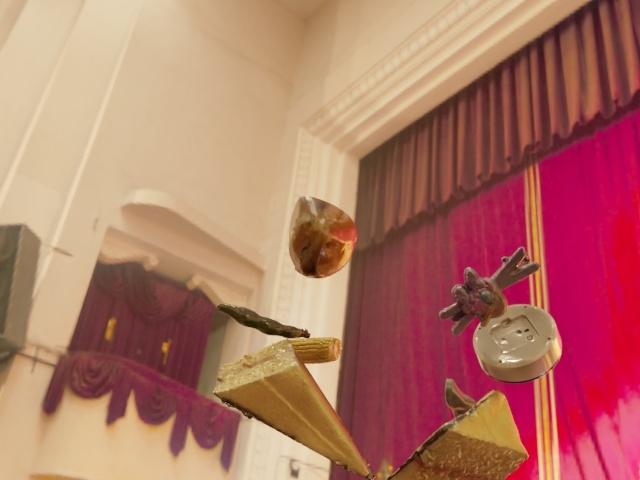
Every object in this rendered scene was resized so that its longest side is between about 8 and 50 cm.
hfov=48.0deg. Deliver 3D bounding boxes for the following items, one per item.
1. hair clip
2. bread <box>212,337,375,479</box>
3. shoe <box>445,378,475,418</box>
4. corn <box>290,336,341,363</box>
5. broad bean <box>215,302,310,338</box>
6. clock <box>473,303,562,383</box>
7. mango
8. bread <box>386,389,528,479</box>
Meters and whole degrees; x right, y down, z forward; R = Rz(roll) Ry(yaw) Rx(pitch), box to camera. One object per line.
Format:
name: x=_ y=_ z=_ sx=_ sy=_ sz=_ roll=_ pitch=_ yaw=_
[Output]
hair clip: x=0.403 y=0.105 z=1.703 sx=0.137 sy=0.278 sz=0.090 roll=51 pitch=-12 yaw=-1
bread: x=-0.074 y=0.442 z=1.798 sx=0.242 sy=0.405 sz=0.346 roll=-31 pitch=-6 yaw=-1
shoe: x=0.429 y=0.484 z=2.161 sx=0.078 sy=0.079 sz=0.195 roll=-8 pitch=-50 yaw=20
corn: x=-0.038 y=0.335 z=2.183 sx=0.248 sy=0.081 sz=0.081 roll=-11 pitch=-36 yaw=44
broad bean: x=-0.160 y=0.239 z=2.050 sx=0.297 sy=0.060 sz=0.043 roll=22 pitch=-56 yaw=-16
clock: x=0.538 y=0.278 z=1.970 sx=0.230 sy=0.230 sz=0.083 roll=-10 pitch=-54 yaw=24
mango: x=0.000 y=0.000 z=1.534 sx=0.136 sy=0.166 sz=0.236 roll=10 pitch=-9 yaw=14
bread: x=0.290 y=0.460 z=1.640 sx=0.236 sy=0.198 sz=0.263 roll=14 pitch=-52 yaw=-28
